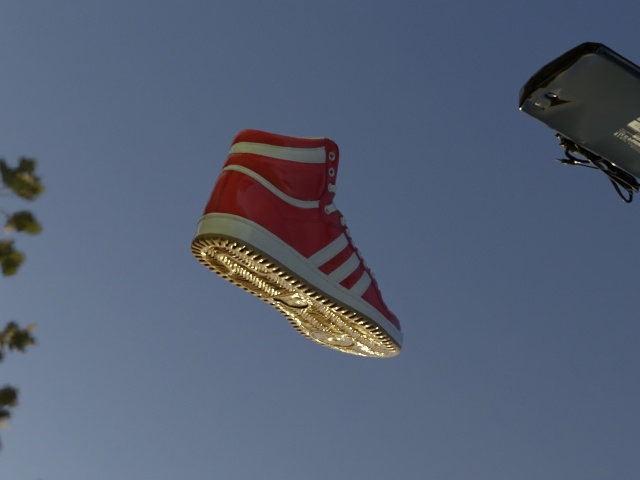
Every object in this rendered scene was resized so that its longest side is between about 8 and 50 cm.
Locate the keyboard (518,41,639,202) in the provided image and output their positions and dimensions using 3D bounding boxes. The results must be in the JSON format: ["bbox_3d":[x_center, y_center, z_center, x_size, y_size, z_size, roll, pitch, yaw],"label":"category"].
[{"bbox_3d":[0.211,-0.081,0.804,0.100,0.192,0.038,-35,-137,40],"label":"keyboard"}]

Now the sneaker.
[{"bbox_3d":[0.000,0.000,0.483,0.042,0.118,0.067,-10,-125,38],"label":"sneaker"}]
